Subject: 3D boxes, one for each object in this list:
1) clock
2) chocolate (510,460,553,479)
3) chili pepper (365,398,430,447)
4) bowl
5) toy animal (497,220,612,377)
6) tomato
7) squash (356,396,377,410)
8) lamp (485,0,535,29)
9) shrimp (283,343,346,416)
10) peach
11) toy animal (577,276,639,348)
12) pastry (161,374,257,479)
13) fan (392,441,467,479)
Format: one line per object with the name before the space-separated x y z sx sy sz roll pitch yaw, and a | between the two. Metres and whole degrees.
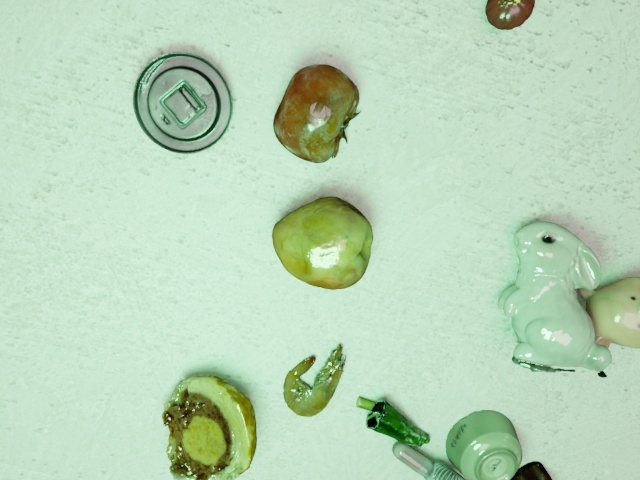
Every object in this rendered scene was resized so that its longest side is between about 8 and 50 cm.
clock | -0.301 -0.302 1.038 0.214 0.042 0.215 -1 105 -4
chocolate | 0.611 0.734 1.357 0.148 0.080 0.125 -29 104 2
chili pepper | 0.227 0.509 1.272 0.226 0.059 0.088 34 91 -27
bowl | 0.466 0.594 1.295 0.211 0.112 0.212 -2 106 -6
toy animal | 0.576 0.134 1.147 0.257 0.194 0.358 6 98 20
tomato | -0.005 -0.274 1.014 0.180 0.155 0.214 22 103 -5
squash | 0.140 0.451 1.275 0.083 0.027 0.028 18 103 -8
lamp | 0.409 -0.507 1.013 0.101 0.090 0.101 -6 76 23
shrimp | -0.016 0.365 1.238 0.133 0.053 0.236 32 105 9
peach | 0.000 0.000 1.069 0.235 0.214 0.214 14 104 10
toy animal | 0.808 0.185 1.158 0.256 0.213 0.195 8 70 -16
pastry | -0.255 0.463 1.174 0.236 0.170 0.256 -18 76 17
fan | 0.305 0.641 1.296 0.244 0.130 0.074 34 82 2
